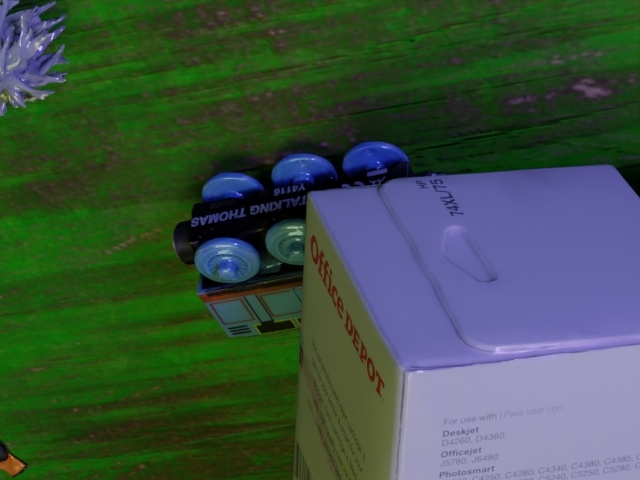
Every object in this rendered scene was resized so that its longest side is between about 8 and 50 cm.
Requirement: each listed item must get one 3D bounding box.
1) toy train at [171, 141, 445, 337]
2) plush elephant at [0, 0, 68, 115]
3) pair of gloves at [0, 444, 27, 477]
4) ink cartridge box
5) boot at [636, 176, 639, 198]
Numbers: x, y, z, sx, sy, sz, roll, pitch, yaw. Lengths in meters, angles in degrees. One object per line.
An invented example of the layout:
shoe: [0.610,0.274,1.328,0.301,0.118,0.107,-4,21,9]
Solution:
toy train: [0.000,0.000,1.208,0.184,0.080,0.105,-11,140,19]
plush elephant: [-0.335,-0.086,1.073,0.330,0.272,0.255,-37,137,7]
pair of gloves: [-0.282,0.175,1.508,0.074,0.010,0.083,39,131,-25]
ink cartridge box: [0.102,0.121,1.112,0.197,0.198,0.270,-6,121,-14]
boot: [0.262,0.033,1.180,0.152,0.073,0.197,7,140,1]
